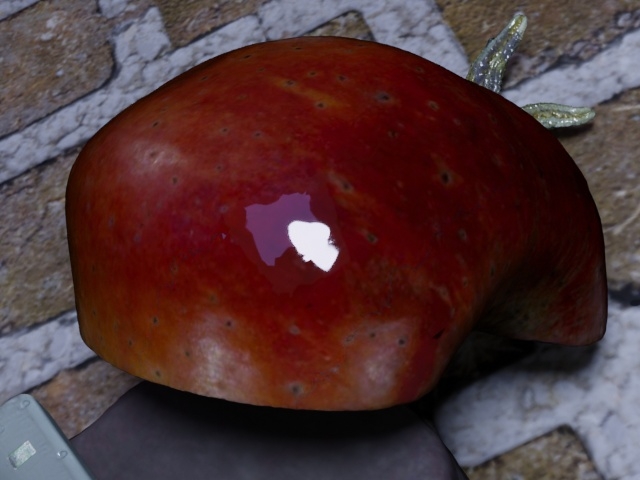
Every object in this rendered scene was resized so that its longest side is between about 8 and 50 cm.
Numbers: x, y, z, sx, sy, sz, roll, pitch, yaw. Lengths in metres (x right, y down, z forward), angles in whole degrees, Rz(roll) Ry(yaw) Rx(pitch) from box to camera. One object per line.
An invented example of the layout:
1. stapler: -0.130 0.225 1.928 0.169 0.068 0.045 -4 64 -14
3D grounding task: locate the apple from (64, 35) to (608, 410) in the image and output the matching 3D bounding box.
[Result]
1. apple: 0.000 0.000 0.853 0.365 0.329 0.295 16 70 50

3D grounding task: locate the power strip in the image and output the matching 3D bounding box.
1. power strip: -0.157 0.173 0.771 0.060 0.027 0.252 -41 50 -8

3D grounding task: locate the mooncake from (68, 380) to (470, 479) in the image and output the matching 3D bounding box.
1. mooncake: -0.044 0.218 0.804 0.306 0.154 0.306 -13 51 17

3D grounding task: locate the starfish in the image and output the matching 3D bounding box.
1. starfish: 0.117 -0.084 1.025 0.208 0.053 0.176 -18 53 17
